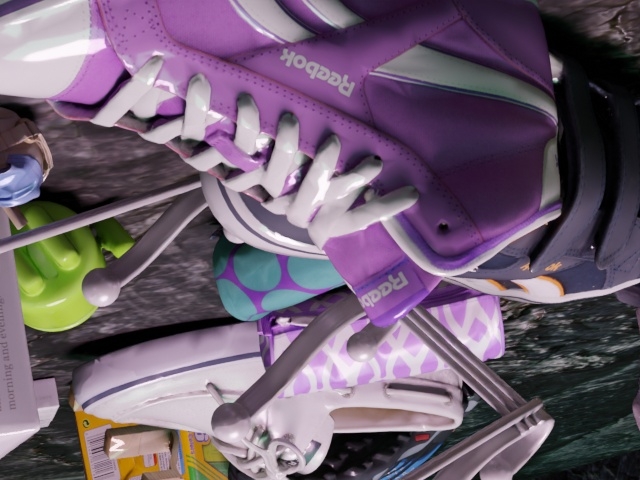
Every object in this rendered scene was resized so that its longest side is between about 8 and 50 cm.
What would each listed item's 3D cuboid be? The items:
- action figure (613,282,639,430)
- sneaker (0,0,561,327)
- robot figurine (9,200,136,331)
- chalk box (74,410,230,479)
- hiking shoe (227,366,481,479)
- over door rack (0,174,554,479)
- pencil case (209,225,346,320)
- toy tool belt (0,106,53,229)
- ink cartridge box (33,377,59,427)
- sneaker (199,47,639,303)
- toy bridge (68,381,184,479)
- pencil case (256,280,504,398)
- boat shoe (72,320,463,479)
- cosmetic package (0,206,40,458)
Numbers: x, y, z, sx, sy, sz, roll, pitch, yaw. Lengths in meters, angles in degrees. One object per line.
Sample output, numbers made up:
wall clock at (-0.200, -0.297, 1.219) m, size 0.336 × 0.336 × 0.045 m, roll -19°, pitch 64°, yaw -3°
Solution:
action figure at (0.389, 0.097, 1.417) m, size 0.330 × 0.178 × 0.341 m, roll -21°, pitch -151°, yaw -28°
sneaker at (-0.014, -0.044, 0.745) m, size 0.282 × 0.161 × 0.102 m, roll -2°, pitch 166°, yaw -27°
robot figurine at (-0.162, 0.016, 1.074) m, size 0.101 × 0.067 × 0.115 m, roll -39°, pitch 169°, yaw -9°
chalk box at (-0.113, 0.196, 1.735) m, size 0.132 × 0.132 × 0.213 m, roll -19°, pitch 166°, yaw 32°
hiking shoe at (0.030, 0.205, 1.723) m, size 0.304 × 0.113 × 0.132 m, roll -17°, pitch 144°, yaw -40°
over door rack at (-0.048, 0.067, 0.912) m, size 0.108 × 0.239 × 0.324 m, roll -56°, pitch 158°, yaw 22°
pencil case at (0.000, 0.000, 1.144) m, size 0.152 × 0.064 × 0.070 m, roll -22°, pitch -159°, yaw 38°
toy tool belt at (-0.160, -0.037, 0.887) m, size 0.052 × 0.051 × 0.083 m, roll -12°, pitch 166°, yaw 6°
ink cartridge box at (-0.275, 0.152, 1.644) m, size 0.063 × 0.029 × 0.115 m, roll -8°, pitch 168°, yaw -15°
sneaker at (0.105, -0.035, 0.946) m, size 0.321 × 0.126 × 0.127 m, roll 0°, pitch 169°, yaw -34°
toy bridge at (-0.158, 0.175, 1.588) m, size 0.063 × 0.026 × 0.188 m, roll -4°, pitch -155°, yaw -30°
pencil case at (0.047, 0.067, 1.441) m, size 0.206 × 0.086 × 0.088 m, roll -11°, pitch 139°, yaw -6°
boat shoe at (-0.032, 0.154, 1.565) m, size 0.367 × 0.156 × 0.136 m, roll -3°, pitch 164°, yaw -32°
cosmetic package at (-0.265, 0.054, 0.970) m, size 0.184 × 0.151 × 0.151 m, roll -4°, pitch 166°, yaw -24°
